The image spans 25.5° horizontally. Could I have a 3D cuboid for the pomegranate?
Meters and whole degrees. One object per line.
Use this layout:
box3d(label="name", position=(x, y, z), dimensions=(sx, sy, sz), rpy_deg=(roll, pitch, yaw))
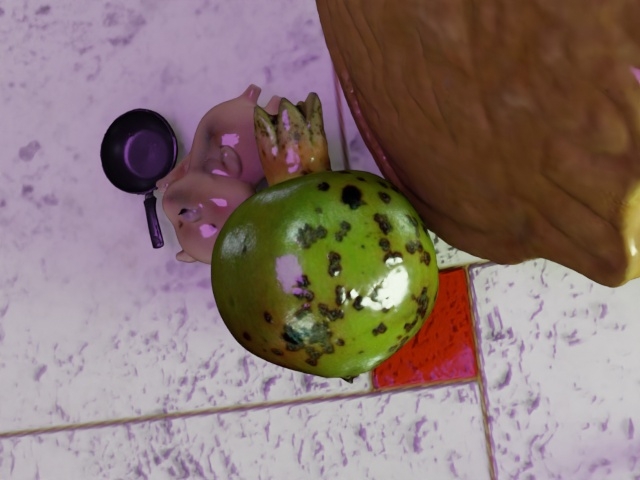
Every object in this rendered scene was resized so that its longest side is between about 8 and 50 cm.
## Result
box3d(label="pomegranate", position=(0.000, 0.000, 0.994), dimensions=(0.159, 0.159, 0.205), rpy_deg=(-18, 81, 20))

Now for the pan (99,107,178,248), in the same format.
box3d(label="pan", position=(-0.136, -0.047, 1.121), dimensions=(0.068, 0.023, 0.115), rpy_deg=(-17, 77, 19))

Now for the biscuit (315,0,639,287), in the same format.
box3d(label="biscuit", position=(0.091, -0.154, 0.871), dimensions=(0.365, 0.062, 0.385), rpy_deg=(27, 135, 54))

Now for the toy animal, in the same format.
box3d(label="toy animal", position=(-0.067, -0.044, 1.070), dimensions=(0.083, 0.089, 0.150), rpy_deg=(29, 102, 56))
